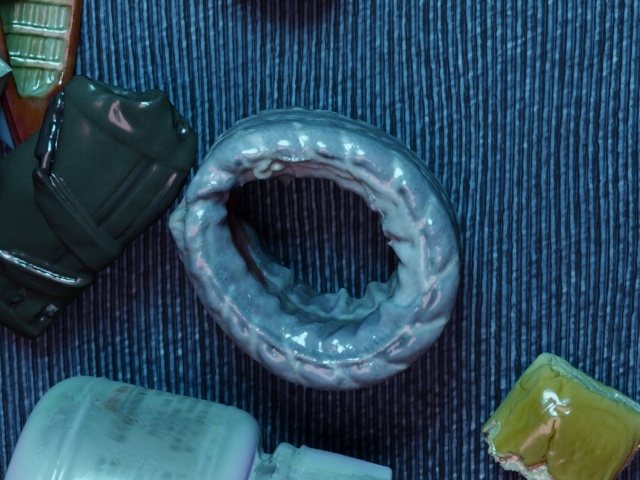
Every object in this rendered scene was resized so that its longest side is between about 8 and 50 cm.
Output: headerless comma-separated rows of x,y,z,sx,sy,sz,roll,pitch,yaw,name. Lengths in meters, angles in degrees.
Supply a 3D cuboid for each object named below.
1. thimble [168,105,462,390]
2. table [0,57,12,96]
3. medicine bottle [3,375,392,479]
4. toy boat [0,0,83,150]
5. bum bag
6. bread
0.000,0.000,1.150,0.236,0.172,0.205,22,103,-2,thimble
-0.382,-0.162,1.139,0.240,0.111,0.121,44,140,5,table
-0.104,0.256,1.188,0.302,0.241,0.241,12,105,3,medicine bottle
-0.245,-0.249,1.144,0.079,0.136,0.392,20,117,26,toy boat
-0.222,-0.028,1.160,0.142,0.079,0.326,44,128,-6,bum bag
0.210,0.166,1.210,0.125,0.082,0.106,32,112,1,bread
